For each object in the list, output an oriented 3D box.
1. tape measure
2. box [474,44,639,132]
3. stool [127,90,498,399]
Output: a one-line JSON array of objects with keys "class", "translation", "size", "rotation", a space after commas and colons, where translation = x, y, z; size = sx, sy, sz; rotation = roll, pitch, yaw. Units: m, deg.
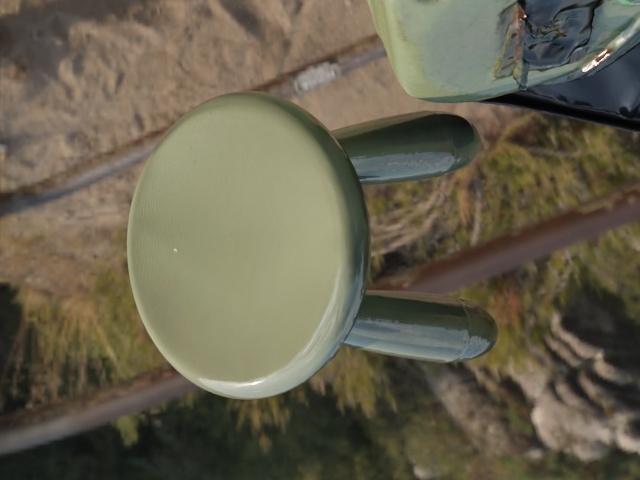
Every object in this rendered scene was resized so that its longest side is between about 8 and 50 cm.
[{"class": "tape measure", "translation": [0.143, -0.162, 0.642], "size": [0.235, 0.115, 0.207], "rotation": [-18, 157, 2]}, {"class": "box", "translation": [0.273, -0.257, 0.795], "size": [0.251, 0.204, 0.345], "rotation": [13, 136, -1]}, {"class": "stool", "translation": [0.000, 0.000, 0.782], "size": [0.195, 0.195, 0.198], "rotation": [-7, 177, 38]}]
